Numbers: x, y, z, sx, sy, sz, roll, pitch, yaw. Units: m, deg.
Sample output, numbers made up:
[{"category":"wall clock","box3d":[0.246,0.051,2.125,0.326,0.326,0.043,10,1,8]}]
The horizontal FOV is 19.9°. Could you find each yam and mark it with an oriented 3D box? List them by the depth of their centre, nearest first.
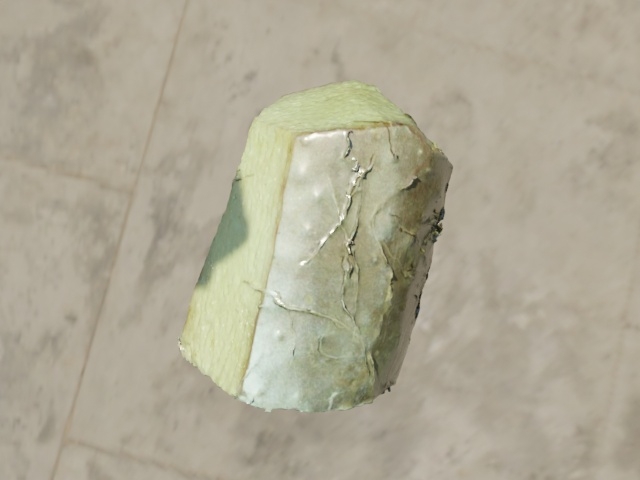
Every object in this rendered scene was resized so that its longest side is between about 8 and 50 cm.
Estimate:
[{"category":"yam","box3d":[0.005,0.001,1.607,0.201,0.202,0.271,-2,109,-26]}]
